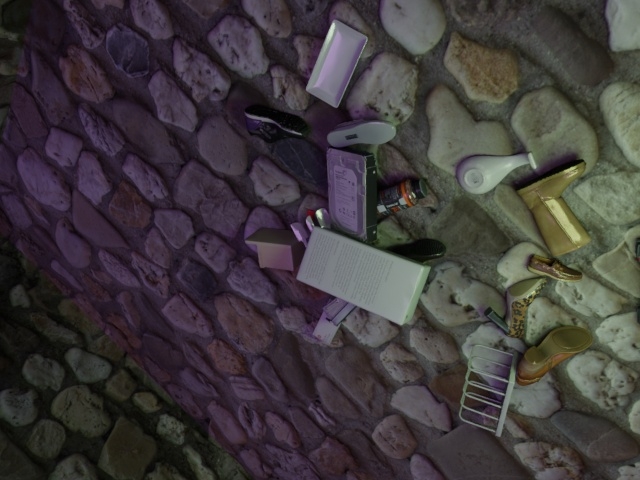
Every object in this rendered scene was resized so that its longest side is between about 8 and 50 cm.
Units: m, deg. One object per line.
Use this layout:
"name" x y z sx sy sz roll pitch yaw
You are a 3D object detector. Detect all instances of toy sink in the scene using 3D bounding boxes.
"toy sink" -0.193 0.039 2.017 0.234 0.153 0.131 6 116 23

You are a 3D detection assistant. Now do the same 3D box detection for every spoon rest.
"spoon rest" 0.597 -0.240 1.557 0.276 0.084 0.137 -14 105 44

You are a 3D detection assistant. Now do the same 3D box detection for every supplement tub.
"supplement tub" 0.295 -0.165 1.710 0.198 0.106 0.106 -18 104 32

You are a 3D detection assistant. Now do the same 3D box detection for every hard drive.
"hard drive" 0.118 -0.181 1.751 0.237 0.064 0.338 28 128 48

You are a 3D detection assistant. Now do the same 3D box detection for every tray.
"tray" 0.058 -0.635 1.652 0.145 0.030 0.270 33 123 10

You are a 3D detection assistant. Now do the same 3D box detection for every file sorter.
"file sorter" 0.669 0.590 1.830 0.173 0.193 0.277 12 117 23

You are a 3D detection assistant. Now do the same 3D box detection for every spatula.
"spatula" 0.000 0.000 1.942 0.168 0.019 0.242 -28 101 -3

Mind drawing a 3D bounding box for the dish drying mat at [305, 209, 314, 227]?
"dish drying mat" -0.045 -0.093 1.969 0.032 0.008 0.083 19 119 16

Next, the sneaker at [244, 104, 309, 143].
"sneaker" -0.172 -0.443 1.829 0.283 0.107 0.124 24 136 19

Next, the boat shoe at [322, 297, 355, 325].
"boat shoe" 0.132 0.189 1.936 0.156 0.136 0.367 46 116 13

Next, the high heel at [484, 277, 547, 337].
"high heel" 0.770 0.254 1.704 0.186 0.093 0.261 38 117 -16

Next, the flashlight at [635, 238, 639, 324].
"flashlight" 1.072 0.143 1.476 0.103 0.103 0.304 0 112 25

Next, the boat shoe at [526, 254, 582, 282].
"boat shoe" 0.823 0.098 1.600 0.178 0.064 0.060 16 121 22

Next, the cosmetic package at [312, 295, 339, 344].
"cosmetic package" 0.050 0.364 2.103 0.099 0.060 0.239 30 122 12

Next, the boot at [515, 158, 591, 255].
"boot" 0.811 -0.106 1.502 0.236 0.089 0.269 -29 97 46

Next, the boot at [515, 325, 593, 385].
"boot" 0.863 0.443 1.706 0.109 0.284 0.220 54 166 39

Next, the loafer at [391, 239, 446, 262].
"loafer" 0.388 0.054 1.796 0.220 0.080 0.078 -8 142 28

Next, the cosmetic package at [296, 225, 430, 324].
"cosmetic package" 0.160 0.124 1.754 0.453 0.161 0.230 22 96 23

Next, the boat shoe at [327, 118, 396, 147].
"boat shoe" 0.155 -0.405 1.679 0.268 0.088 0.096 -5 134 34
